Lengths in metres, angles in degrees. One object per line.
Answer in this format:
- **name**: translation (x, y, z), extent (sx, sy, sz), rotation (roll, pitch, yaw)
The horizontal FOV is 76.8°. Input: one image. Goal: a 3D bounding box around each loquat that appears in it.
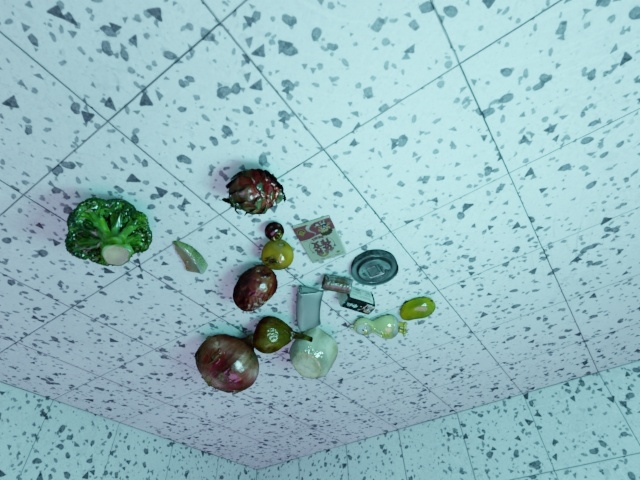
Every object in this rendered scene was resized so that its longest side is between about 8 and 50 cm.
- **loquat**: translation (-0.176, 0.059, 1.676), extent (0.141, 0.141, 0.141), rotation (-2, 135, -2)

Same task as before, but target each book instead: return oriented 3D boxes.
- **book**: translation (0.000, 0.000, 1.706), extent (0.162, 0.022, 0.231), rotation (-16, 133, 12)

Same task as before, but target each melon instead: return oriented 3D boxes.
- **melon**: translation (-0.563, 0.070, 1.735), extent (0.098, 0.054, 0.182), rotation (3, 136, 15)

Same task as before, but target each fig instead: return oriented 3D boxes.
- **fig**: translation (-0.196, 0.501, 2.054), extent (0.291, 0.190, 0.190), rotation (19, 132, -4)

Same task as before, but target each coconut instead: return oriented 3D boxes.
- **coconut**: translation (-0.033, 0.587, 2.146), extent (0.245, 0.247, 0.244), rotation (8, 115, 18)

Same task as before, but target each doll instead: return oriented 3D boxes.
- **doll**: translation (0.300, 0.457, 2.107), extent (0.297, 0.117, 0.141), rotation (-6, 132, 2)

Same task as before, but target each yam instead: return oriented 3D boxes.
- **yam**: translation (0.077, 0.202, 1.858), extent (0.142, 0.079, 0.079), rotation (12, 134, 1)

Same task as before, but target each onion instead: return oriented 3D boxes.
- **onion**: translation (-0.487, 0.643, 2.112), extent (0.354, 0.353, 0.353), rotation (-2, 135, -2)

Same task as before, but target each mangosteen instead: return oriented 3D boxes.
- **mangosteen**: translation (-0.186, -0.034, 1.622), extent (0.081, 0.080, 0.080), rotation (-2, 135, -2)

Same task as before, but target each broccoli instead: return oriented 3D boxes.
- **broccoli**: translation (-0.770, -0.018, 1.466), extent (0.298, 0.297, 0.297), rotation (-11, 116, -23)

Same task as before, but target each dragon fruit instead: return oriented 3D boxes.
- **dragon fruit**: translation (-0.232, -0.171, 1.424), extent (0.189, 0.182, 0.182), rotation (-29, 146, -34)

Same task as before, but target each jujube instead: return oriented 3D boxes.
- **jujube**: translation (-0.287, 0.213, 1.787), extent (0.184, 0.183, 0.243), rotation (18, 131, -20)

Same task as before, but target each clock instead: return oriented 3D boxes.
- **clock**: translation (0.244, 0.124, 1.829), extent (0.215, 0.041, 0.214), rotation (-2, 135, -2)

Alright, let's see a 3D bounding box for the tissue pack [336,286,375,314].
- **tissue pack**: translation (0.173, 0.286, 1.944), extent (0.170, 0.103, 0.090), rotation (19, 124, -21)

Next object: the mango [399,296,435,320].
- **mango**: translation (0.485, 0.347, 2.032), extent (0.191, 0.085, 0.122), rotation (-24, 134, 18)

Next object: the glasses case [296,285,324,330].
- **glasses case**: translation (-0.056, 0.323, 1.981), extent (0.129, 0.083, 0.307), rotation (-3, 135, -8)
